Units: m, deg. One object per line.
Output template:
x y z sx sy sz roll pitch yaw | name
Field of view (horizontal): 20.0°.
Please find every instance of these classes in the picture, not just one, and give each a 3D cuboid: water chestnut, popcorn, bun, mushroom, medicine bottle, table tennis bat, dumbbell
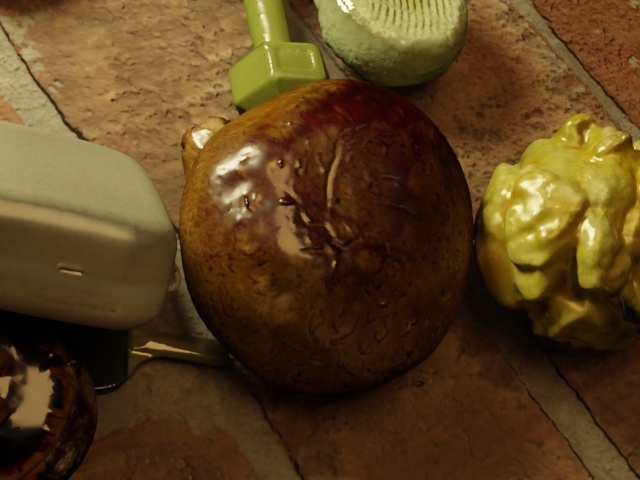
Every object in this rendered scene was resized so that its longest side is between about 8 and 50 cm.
-0.317 0.144 1.618 0.224 0.238 0.223 -2 67 5 | water chestnut
0.299 -0.008 1.967 0.286 0.215 0.252 4 96 -45 | popcorn
0.073 -0.262 2.110 0.195 0.118 0.195 13 56 -19 | bun
0.012 -0.005 1.858 0.345 0.239 0.345 1 83 -8 | mushroom
-0.272 -0.027 1.691 0.282 0.123 0.375 11 12 -14 | medicine bottle
-0.212 0.095 1.819 0.246 0.022 0.138 9 55 -14 | table tennis bat
-0.062 -0.261 2.061 0.121 0.108 0.302 0 58 -21 | dumbbell
